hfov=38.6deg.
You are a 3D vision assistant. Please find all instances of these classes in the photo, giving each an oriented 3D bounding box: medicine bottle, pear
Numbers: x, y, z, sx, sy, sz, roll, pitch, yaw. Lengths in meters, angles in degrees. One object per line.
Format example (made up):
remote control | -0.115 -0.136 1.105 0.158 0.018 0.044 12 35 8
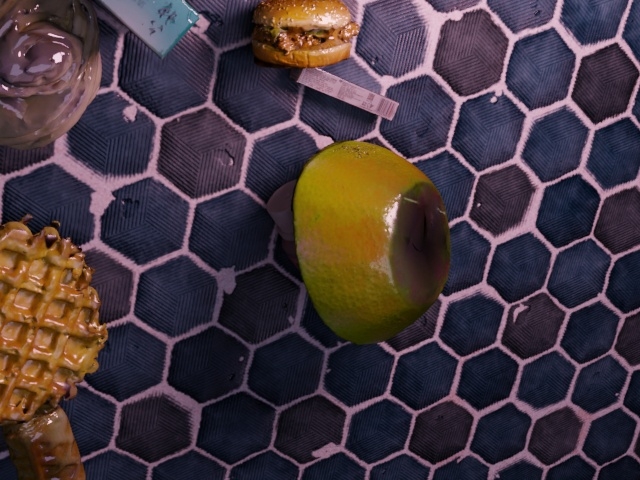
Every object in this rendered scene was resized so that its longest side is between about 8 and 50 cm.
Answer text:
medicine bottle | 0.000 0.000 1.796 0.147 0.147 0.247 -39 121 -4
pear | 0.130 -0.004 1.710 0.399 0.165 0.399 11 76 -50

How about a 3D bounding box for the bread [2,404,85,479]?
bread | -0.540 0.416 1.782 0.128 0.088 0.232 -12 121 -9

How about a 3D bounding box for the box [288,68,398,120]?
box | 0.046 -0.286 1.744 0.218 0.055 0.040 18 102 -28

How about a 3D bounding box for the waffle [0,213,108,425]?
waffle | -0.572 0.156 1.634 0.379 0.095 0.382 -24 120 -23

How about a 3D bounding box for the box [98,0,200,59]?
box | -0.296 -0.392 1.447 0.092 0.245 0.153 -47 120 3

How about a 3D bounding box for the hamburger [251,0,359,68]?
hamburger | -0.025 -0.370 1.605 0.191 0.182 0.118 1 116 -5

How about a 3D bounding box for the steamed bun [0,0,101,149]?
steamed bun | -0.470 -0.277 1.446 0.268 0.207 0.280 -16 118 -16
